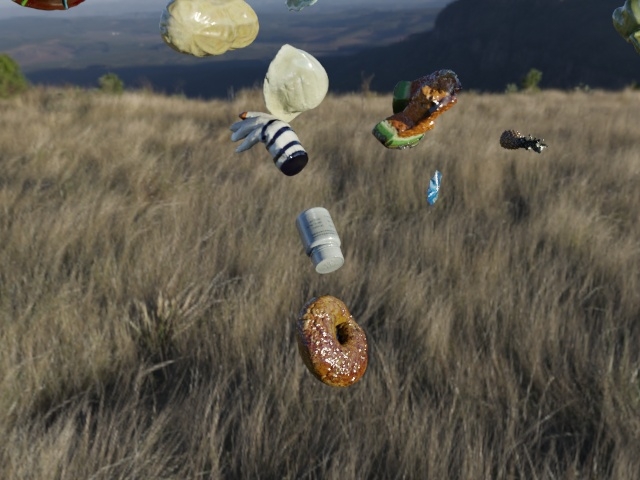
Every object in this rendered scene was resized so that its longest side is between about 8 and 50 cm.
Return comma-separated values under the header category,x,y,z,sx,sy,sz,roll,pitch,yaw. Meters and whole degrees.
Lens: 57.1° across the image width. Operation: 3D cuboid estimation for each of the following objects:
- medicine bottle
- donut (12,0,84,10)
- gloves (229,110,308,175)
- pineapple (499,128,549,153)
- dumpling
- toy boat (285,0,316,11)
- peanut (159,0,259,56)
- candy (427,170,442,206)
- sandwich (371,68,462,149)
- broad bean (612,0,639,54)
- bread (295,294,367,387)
category,x,y,z,sx,sy,sz,roll,pitch,yaw
medicine bottle,0.000,0.000,1.273,0.080,0.080,0.130,-10,59,-19
donut,-0.517,-0.544,1.078,0.235,0.235,0.089,-20,3,-38
gloves,-0.129,-0.259,1.467,0.140,0.131,0.219,-15,63,-47
pineapple,0.529,-0.252,1.536,0.058,0.058,0.124,-14,29,-27
dumpling,-0.070,-0.391,1.500,0.131,0.179,0.252,45,6,18
toy boat,-0.002,-0.763,1.645,0.290,0.100,0.199,-19,48,27
peanut,-0.267,-0.538,1.475,0.152,0.152,0.313,9,22,25
candy,0.446,-0.205,2.293,0.038,0.136,0.088,15,-10,29
sandwich,0.284,-0.407,1.755,0.301,0.162,0.250,-39,-11,39
broad bean,0.803,-0.499,1.434,0.153,0.207,0.072,-35,-2,-29
bread,0.027,0.193,1.139,0.064,0.193,0.193,-26,6,35
